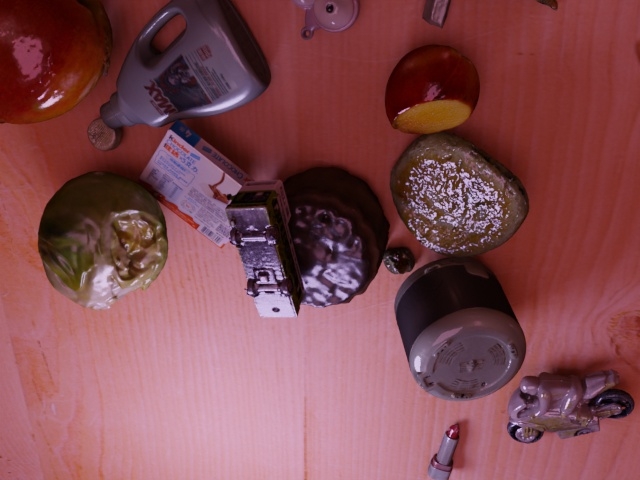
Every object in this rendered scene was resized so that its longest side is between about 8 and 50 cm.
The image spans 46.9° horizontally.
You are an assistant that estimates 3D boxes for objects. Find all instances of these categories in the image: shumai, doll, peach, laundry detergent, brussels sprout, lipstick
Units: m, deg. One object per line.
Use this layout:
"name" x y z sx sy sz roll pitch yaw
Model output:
"shumai" 0.190 0.060 1.788 0.083 0.080 0.082 38 120 -12
"doll" 0.041 -0.569 1.476 0.160 0.094 0.365 26 119 0
"peach" -0.630 -0.417 1.579 0.372 0.290 0.373 2 110 6
"peach" 0.229 -0.302 1.525 0.190 0.190 0.193 26 93 -3
"laundry detergent" -0.334 -0.371 1.644 0.397 0.125 0.264 -21 114 23
"brussels sprout" -0.533 0.000 1.783 0.343 0.268 0.345 3 97 21
"lipstick" 0.354 0.580 2.052 0.063 0.057 0.187 15 114 3

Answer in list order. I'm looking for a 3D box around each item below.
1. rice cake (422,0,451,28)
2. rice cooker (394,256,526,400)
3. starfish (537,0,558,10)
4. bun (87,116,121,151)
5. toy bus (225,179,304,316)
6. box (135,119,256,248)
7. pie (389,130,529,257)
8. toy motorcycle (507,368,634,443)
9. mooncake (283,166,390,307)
"rice cake" 0.255 -0.555 1.458 0.052 0.057 0.256 0 122 -18
"rice cooker" 0.320 0.205 1.730 0.288 0.277 0.289 -3 123 -5
"starfish" 0.413 -0.550 1.442 0.208 0.053 0.176 8 109 1
"bun" -0.516 -0.257 1.778 0.086 0.055 0.086 3 104 11
"toy bus" -0.112 0.022 1.596 0.113 0.139 0.302 -1 126 16
"box" -0.283 -0.125 1.750 0.273 0.048 0.265 39 143 -10
"pie" 0.300 -0.095 1.651 0.323 0.070 0.323 18 129 24
"toy motorcycle" 0.607 0.413 1.878 0.340 0.108 0.223 -24 117 29
"mooncake" -0.001 -0.001 1.736 0.323 0.187 0.324 6 120 10
